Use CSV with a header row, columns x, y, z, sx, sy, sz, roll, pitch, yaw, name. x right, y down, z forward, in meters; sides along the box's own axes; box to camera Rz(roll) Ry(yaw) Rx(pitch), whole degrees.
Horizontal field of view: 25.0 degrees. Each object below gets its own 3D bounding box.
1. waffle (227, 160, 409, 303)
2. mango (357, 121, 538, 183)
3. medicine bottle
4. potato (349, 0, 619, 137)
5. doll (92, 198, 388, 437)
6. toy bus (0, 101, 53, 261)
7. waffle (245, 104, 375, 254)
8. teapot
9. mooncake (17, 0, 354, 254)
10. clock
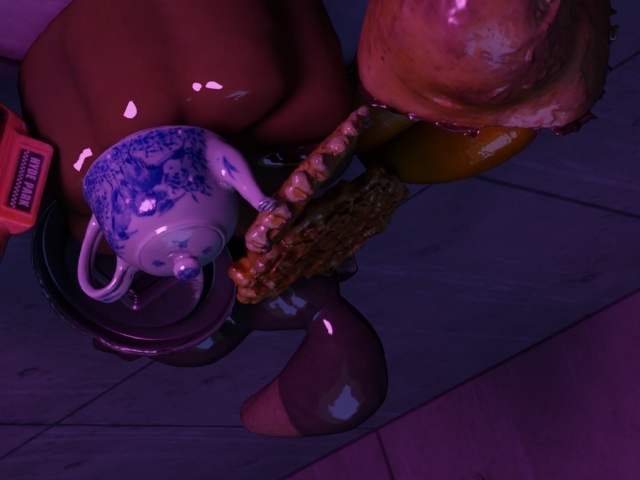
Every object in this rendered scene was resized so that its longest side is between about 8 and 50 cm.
x,y,z,sx,sy,sz,roll,pitch,yaw,name
-0.001,-0.002,1.849,0.291,0.051,0.291,-32,168,-8,waffle
0.168,-0.150,1.873,0.316,0.176,0.119,-13,129,38,mango
0.099,-0.189,1.801,0.192,0.096,0.096,-30,155,29,medicine bottle
0.186,-0.271,1.508,0.300,0.289,0.237,1,138,-2,potato
-0.126,0.136,2.068,0.382,0.379,0.252,-26,174,27,doll
-0.457,-0.004,1.565,0.233,0.203,0.427,18,146,-17,toy bus
-0.011,-0.065,1.488,0.169,0.036,0.183,-49,-178,31,waffle
-0.153,-0.021,1.448,0.232,0.159,0.159,-31,156,19,teapot
-0.140,-0.133,1.610,0.378,0.201,0.378,-16,158,-7,mooncake
-0.239,0.026,1.890,0.280,0.055,0.281,6,124,8,clock
